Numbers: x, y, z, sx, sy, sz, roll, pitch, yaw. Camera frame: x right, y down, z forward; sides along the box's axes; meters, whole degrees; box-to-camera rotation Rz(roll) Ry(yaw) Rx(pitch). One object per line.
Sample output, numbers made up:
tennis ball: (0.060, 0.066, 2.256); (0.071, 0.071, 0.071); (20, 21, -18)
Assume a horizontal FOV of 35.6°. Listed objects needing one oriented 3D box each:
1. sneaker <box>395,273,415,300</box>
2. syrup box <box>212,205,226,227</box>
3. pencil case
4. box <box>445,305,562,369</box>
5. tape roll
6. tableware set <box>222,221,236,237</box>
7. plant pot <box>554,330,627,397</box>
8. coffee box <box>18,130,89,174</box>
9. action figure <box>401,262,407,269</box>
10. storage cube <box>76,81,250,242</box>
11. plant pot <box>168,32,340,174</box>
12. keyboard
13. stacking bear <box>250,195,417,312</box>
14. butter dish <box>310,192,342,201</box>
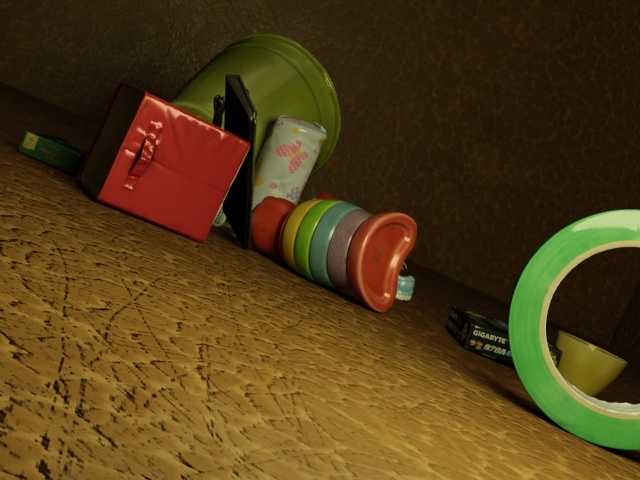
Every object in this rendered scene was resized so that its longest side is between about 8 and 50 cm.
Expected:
sneaker: (0.132, 0.069, 2.158); (0.162, 0.073, 0.063); (25, 4, 8)
syrup box: (-0.279, -0.108, 1.892); (0.237, 0.093, 0.096); (21, 6, -45)
pencil case: (-0.081, -0.127, 2.103); (0.124, 0.273, 0.113); (15, 13, -22)
box: (0.340, 0.186, 1.880); (0.175, 0.051, 0.220); (17, 4, -3)
tape roll: (0.418, 0.119, 1.360); (0.321, 0.321, 0.077); (25, 5, 8)
tableware set: (-0.146, -0.010, 1.940); (0.104, 0.024, 0.154); (20, 6, -15)
plant pot: (0.482, 0.238, 1.835); (0.134, 0.095, 0.134); (23, 4, -2)
coffee box: (-0.460, -0.154, 1.807); (0.113, 0.040, 0.184); (24, 3, 2)
action figure: (0.104, 0.010, 2.661); (0.285, 0.099, 0.185); (28, -1, 6)
storage cube: (-0.259, -0.127, 1.621); (0.193, 0.183, 0.215); (24, 3, -28)
plant pot: (-0.198, -0.249, 2.251); (0.366, 0.366, 0.353); (26, 34, 19)
keyboard: (-0.148, -0.151, 1.732); (0.033, 0.317, 0.201); (-14, 49, -21)
stacking bear: (-0.004, -0.002, 1.776); (0.289, 0.175, 0.164); (16, -8, 34)
butter dish: (0.000, 0.000, 1.961); (0.118, 0.160, 0.160); (47, -4, -21)
